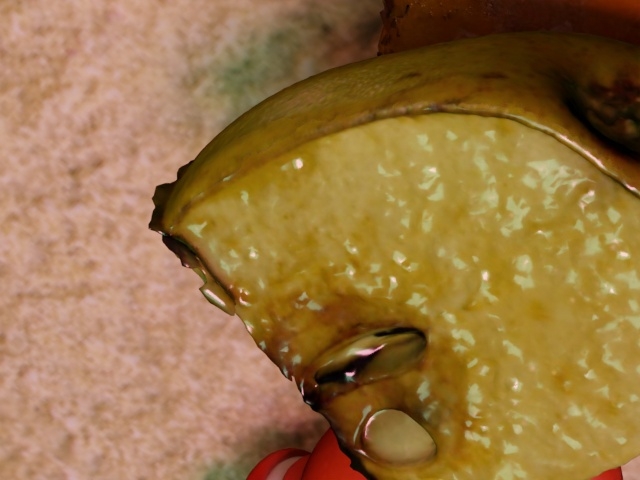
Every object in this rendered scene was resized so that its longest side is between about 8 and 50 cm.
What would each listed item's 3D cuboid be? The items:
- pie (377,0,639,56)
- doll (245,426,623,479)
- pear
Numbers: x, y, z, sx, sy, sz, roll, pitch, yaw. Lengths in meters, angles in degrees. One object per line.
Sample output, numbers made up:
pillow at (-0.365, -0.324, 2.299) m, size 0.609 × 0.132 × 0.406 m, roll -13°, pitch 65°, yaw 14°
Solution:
pie at (0.151, -0.090, 0.950) m, size 0.273 × 0.069 × 0.273 m, roll 12°, pitch 128°, yaw 16°
doll at (0.056, 0.149, 1.095) m, size 0.290 × 0.161 × 0.130 m, roll -15°, pitch 90°, yaw 37°
pear at (0.089, -0.016, 0.888) m, size 0.238 × 0.164 × 0.255 m, roll 47°, pitch 126°, yaw -6°
